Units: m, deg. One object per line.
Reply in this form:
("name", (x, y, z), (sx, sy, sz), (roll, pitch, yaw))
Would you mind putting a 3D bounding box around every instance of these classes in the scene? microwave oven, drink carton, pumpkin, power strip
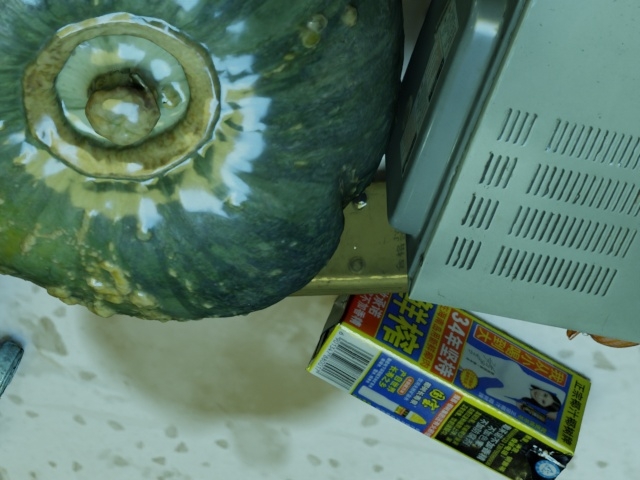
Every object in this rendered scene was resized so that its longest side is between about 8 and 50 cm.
("microwave oven", (0.143, -0.086, 0.892), (0.194, 0.145, 0.240), (13, 131, -7))
("drink carton", (0.080, 0.085, 1.104), (0.165, 0.071, 0.056), (30, 133, -4))
("pumpkin", (-0.104, -0.113, 0.896), (0.291, 0.257, 0.328), (0, 126, 3))
("power strip", (0.000, 0.000, 1.070), (0.305, 0.064, 0.044), (-2, 166, 20))

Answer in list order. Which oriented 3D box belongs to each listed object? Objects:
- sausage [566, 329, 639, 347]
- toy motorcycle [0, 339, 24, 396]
("sausage", (0.274, -0.018, 0.972), (0.347, 0.053, 0.053), (-30, 112, 34))
("toy motorcycle", (-0.284, 0.115, 1.188), (0.113, 0.169, 0.315), (26, 131, 0))
